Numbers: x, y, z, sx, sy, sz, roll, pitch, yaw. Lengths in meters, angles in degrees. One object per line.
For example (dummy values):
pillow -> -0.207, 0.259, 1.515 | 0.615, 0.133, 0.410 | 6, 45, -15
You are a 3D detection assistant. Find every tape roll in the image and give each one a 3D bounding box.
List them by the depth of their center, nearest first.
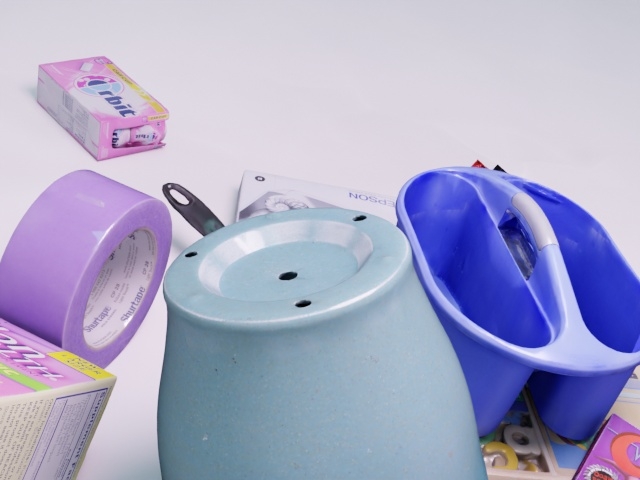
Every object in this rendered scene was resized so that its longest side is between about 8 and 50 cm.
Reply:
tape roll -> -0.226, 0.032, 0.906 | 0.080, 0.189, 0.189 | 23, 35, 12

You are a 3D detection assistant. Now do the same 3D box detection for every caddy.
caddy -> 0.198, 0.044, 0.966 | 0.241, 0.179, 0.341 | 4, 35, -14

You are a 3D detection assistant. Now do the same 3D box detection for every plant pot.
plant pot -> -0.007, 0.122, 0.725 | 0.271, 0.255, 0.272 | -7, 24, 3

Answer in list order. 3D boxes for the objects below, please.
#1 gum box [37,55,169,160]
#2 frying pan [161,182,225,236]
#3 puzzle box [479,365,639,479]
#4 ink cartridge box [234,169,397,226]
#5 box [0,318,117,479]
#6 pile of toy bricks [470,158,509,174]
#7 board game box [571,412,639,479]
gum box -> -0.305, -0.187, 1.310 | 0.107, 0.062, 0.188 | -18, 45, -38
frying pan -> -0.083, 0.057, 1.025 | 0.326, 0.053, 0.197 | 18, 53, 21
puzzle box -> 0.312, 0.180, 1.017 | 0.408, 0.052, 0.272 | 7, 34, -11
ink cartridge box -> 0.000, 0.000, 1.167 | 0.223, 0.045, 0.224 | 10, 34, -8
box -> -0.314, 0.121, 0.710 | 0.213, 0.117, 0.243 | 23, 1, 14
pile of toy bricks -> 0.247, -0.014, 1.247 | 0.105, 0.118, 0.212 | 36, 14, -28
board game box -> 0.357, 0.317, 0.789 | 0.346, 0.056, 0.208 | 32, 41, 16
